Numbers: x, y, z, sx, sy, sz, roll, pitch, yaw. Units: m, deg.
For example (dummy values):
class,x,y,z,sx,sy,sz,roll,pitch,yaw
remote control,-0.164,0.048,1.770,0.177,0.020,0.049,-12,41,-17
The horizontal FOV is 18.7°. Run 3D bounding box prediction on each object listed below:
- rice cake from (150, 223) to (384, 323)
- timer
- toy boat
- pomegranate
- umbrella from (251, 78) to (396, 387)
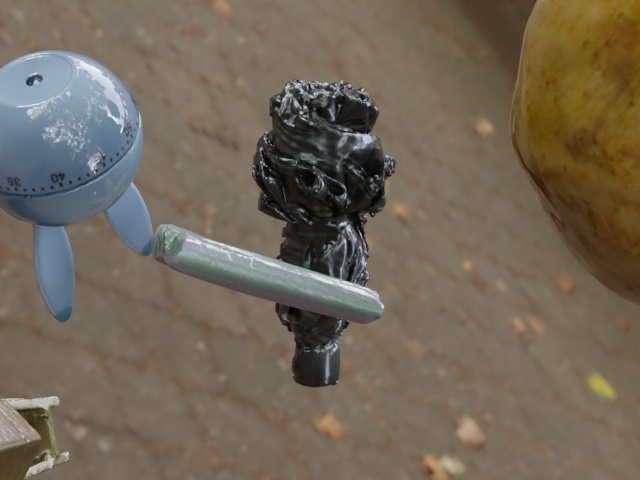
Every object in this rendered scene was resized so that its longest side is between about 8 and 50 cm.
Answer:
class,x,y,z,sx,sy,sz,roll,pitch,yaw
rice cake,-0.051,0.035,1.848,0.221,0.042,0.080,18,5,-19
timer,-0.242,-0.066,1.780,0.175,0.175,0.255,55,-21,22
toy boat,-0.378,0.208,1.922,0.445,0.162,0.136,-1,78,-70
pomegranate,0.338,-0.126,1.649,0.410,0.410,0.410,42,18,-17
umbrella,-0.009,-0.001,2.057,0.154,0.337,0.128,4,13,-32
